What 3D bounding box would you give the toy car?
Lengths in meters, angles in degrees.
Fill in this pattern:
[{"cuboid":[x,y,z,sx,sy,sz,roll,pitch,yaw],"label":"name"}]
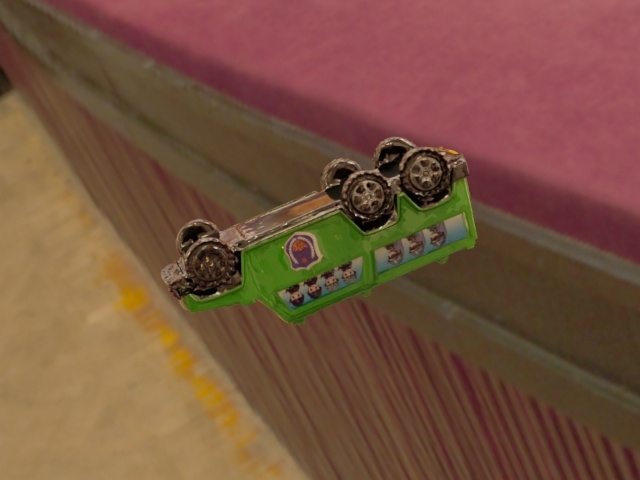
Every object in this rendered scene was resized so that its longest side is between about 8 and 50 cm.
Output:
[{"cuboid":[0.000,0.000,0.675,0.165,0.062,0.071,-23,13,-6],"label":"toy car"}]
